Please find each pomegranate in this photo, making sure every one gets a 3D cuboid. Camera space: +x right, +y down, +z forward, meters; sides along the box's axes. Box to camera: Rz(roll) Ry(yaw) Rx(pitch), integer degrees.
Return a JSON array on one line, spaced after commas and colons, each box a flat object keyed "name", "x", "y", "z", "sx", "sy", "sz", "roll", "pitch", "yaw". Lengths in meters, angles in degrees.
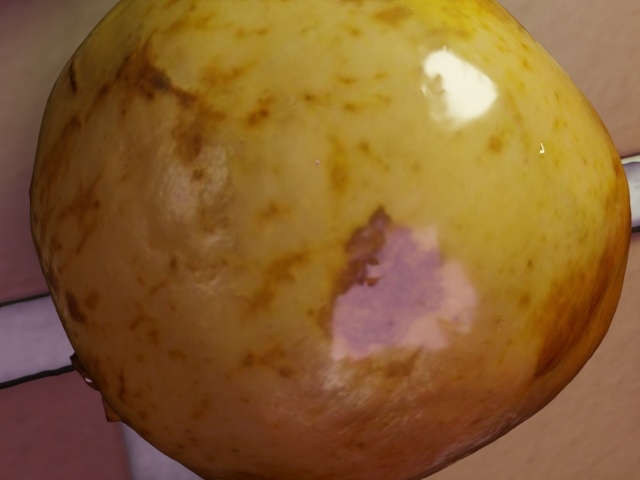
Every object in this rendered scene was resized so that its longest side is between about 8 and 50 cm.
[{"name": "pomegranate", "x": 0.000, "y": 0.000, "z": 0.504, "sx": 0.215, "sy": 0.215, "sz": 0.215, "roll": -8, "pitch": 119, "yaw": -15}]
